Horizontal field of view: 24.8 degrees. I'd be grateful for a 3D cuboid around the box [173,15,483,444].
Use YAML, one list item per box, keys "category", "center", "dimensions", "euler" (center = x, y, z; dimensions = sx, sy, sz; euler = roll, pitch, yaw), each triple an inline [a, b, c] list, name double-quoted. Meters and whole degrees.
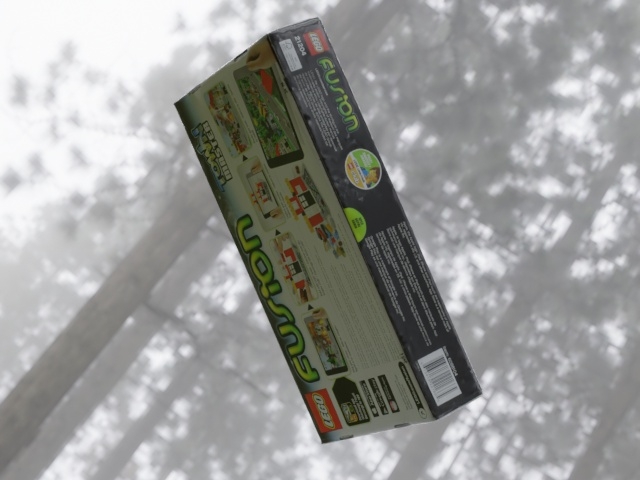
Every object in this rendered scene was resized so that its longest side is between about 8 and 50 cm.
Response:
- category: "box"
  center: [0.000, 0.000, 0.758]
  dimensions: [0.114, 0.036, 0.207]
  euler: [-23, -90, 57]
